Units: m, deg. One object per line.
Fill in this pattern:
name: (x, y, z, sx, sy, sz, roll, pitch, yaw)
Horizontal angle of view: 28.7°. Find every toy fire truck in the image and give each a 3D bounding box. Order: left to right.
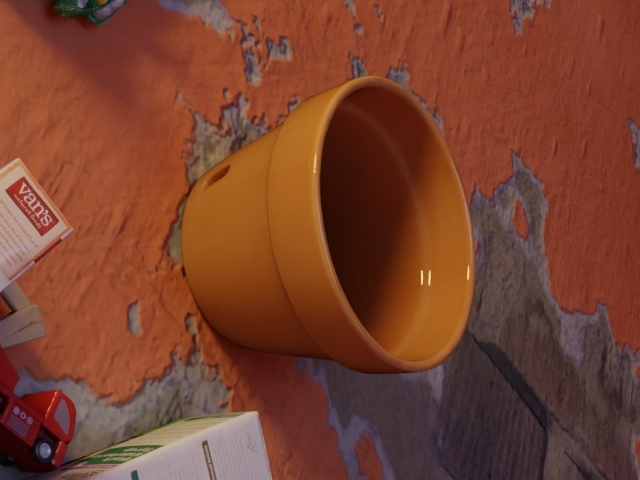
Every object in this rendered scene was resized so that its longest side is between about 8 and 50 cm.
toy fire truck: (-0.258, 0.084, 0.995, 0.192, 0.047, 0.135, 49, 44, -36)

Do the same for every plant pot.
plant pot: (0.000, 0.000, 1.260, 0.291, 0.203, 0.290, 22, 62, -50)

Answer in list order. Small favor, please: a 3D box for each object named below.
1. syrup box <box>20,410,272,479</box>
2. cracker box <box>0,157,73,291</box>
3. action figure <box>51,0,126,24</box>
syrup box: (-0.148, 0.221, 1.071, 0.237, 0.093, 0.096, -11, 90, -56)
cracker box: (-0.290, 0.050, 0.819, 0.067, 0.156, 0.232, 54, 50, -14)
action figure: (-0.190, -0.281, 1.203, 0.137, 0.063, 0.232, 59, 41, -31)
